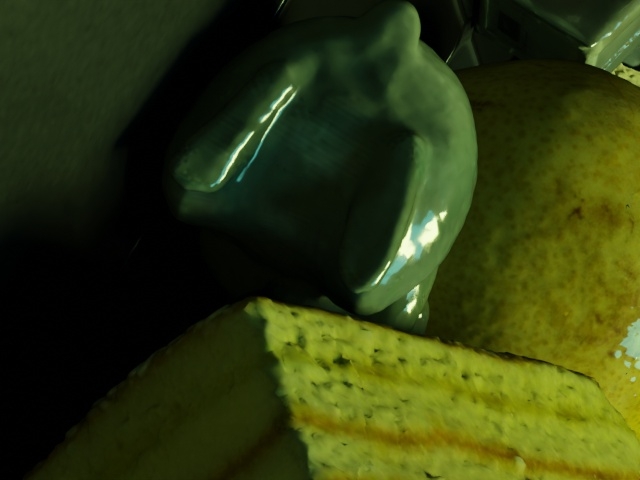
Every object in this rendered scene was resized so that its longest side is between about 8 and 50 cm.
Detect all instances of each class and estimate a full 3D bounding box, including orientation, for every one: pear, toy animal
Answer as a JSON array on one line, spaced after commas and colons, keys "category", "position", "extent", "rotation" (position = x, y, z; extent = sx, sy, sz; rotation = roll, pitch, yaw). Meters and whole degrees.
[{"category": "pear", "position": [0.107, 0.014, 0.845], "extent": [0.209, 0.209, 0.209], "rotation": [-53, 163, -25]}, {"category": "toy animal", "position": [0.008, 0.003, 0.712], "extent": [0.138, 0.108, 0.236], "rotation": [-58, 164, -13]}]

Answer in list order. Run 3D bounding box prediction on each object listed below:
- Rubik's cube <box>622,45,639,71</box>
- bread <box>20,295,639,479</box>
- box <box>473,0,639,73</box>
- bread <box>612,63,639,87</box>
[{"category": "Rubik's cube", "position": [0.234, -0.168, 1.029], "extent": [0.154, 0.155, 0.151], "rotation": [-26, 142, -65]}, {"category": "bread", "position": [0.005, 0.116, 0.660], "extent": [0.184, 0.111, 0.234], "rotation": [-37, 149, 30]}, {"category": "box", "position": [0.127, -0.123, 0.913], "extent": [0.063, 0.084, 0.060], "rotation": [-48, 161, -23]}, {"category": "bread", "position": [0.150, -0.027, 1.089], "extent": [0.173, 0.085, 0.134], "rotation": [114, -25, -49]}]
